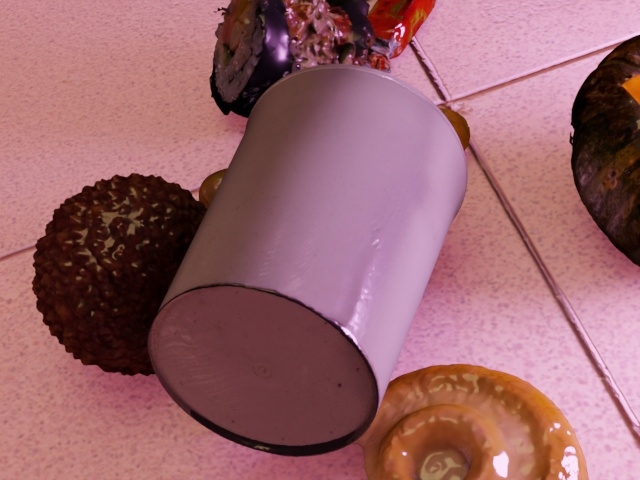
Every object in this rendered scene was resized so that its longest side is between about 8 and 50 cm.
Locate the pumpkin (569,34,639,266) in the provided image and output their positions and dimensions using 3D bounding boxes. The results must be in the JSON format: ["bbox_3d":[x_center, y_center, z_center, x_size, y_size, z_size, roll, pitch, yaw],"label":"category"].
[{"bbox_3d":[0.443,-0.118,1.303,0.321,0.192,0.320,-9,57,15],"label":"pumpkin"}]

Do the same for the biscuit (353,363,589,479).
[{"bbox_3d":[0.153,0.224,1.146,0.213,0.091,0.274,-35,43,-14],"label":"biscuit"}]

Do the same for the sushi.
[{"bbox_3d":[-0.036,-0.278,1.651,0.219,0.225,0.238,-1,78,-23],"label":"sushi"}]

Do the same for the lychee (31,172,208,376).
[{"bbox_3d":[-0.240,0.041,1.365,0.271,0.271,0.271,-10,44,9],"label":"lychee"}]

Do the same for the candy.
[{"bbox_3d":[0.119,-0.350,1.765,0.086,0.059,0.292,6,48,29],"label":"candy"}]

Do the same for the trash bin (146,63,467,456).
[{"bbox_3d":[0.000,0.000,1.262,0.280,0.280,0.432,1,40,20],"label":"trash bin"}]

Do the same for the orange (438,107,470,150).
[{"bbox_3d":[0.157,-0.139,1.520,0.095,0.085,0.085,-23,43,-1],"label":"orange"}]

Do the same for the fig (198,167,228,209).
[{"bbox_3d":[-0.126,-0.051,1.539,0.084,0.082,0.098,13,59,-17],"label":"fig"}]
